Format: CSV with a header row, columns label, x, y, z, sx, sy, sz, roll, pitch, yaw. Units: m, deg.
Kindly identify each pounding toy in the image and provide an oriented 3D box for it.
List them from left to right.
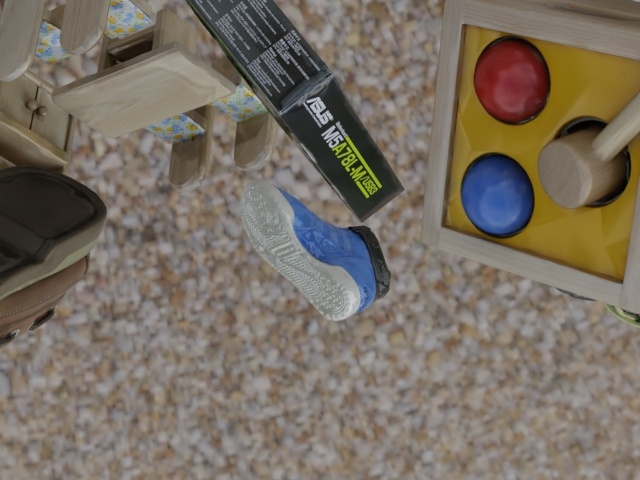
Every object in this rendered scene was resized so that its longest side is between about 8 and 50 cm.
label,x,y,z,sx,sy,sz,roll,pitch,yaw
pounding toy,0.114,-0.045,0.586,0.100,0.141,0.130,-18,119,-47

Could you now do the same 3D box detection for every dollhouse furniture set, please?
label,x,y,z,sx,sy,sz,roll,pitch,yaw
dollhouse furniture set,-0.188,-0.090,1.198,0.242,0.161,0.212,-16,147,34

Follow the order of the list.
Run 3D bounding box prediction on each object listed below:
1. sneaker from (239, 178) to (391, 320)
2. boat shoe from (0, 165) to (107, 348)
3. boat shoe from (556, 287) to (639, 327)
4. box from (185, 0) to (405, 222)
label,x,y,z,sx,sy,sz,roll,pitch,yaw
sneaker,0.000,0.001,1.277,0.085,0.152,0.058,-20,150,-48
boat shoe,-0.239,0.043,0.874,0.307,0.111,0.104,-22,141,-59
boat shoe,0.190,0.013,0.807,0.081,0.068,0.228,20,164,-18
box,-0.034,-0.117,0.896,0.045,0.190,0.184,-37,155,0
